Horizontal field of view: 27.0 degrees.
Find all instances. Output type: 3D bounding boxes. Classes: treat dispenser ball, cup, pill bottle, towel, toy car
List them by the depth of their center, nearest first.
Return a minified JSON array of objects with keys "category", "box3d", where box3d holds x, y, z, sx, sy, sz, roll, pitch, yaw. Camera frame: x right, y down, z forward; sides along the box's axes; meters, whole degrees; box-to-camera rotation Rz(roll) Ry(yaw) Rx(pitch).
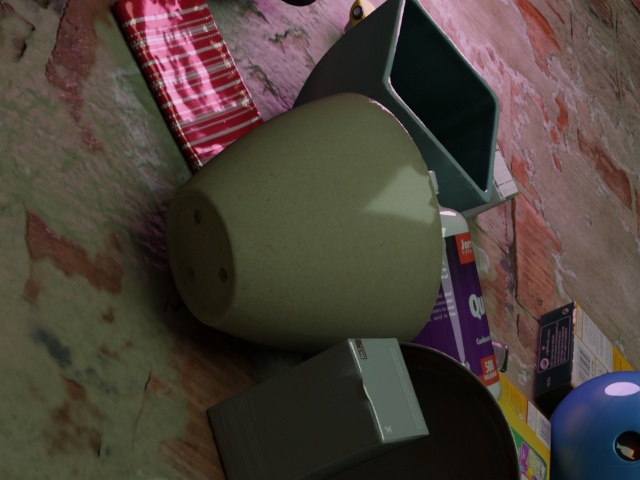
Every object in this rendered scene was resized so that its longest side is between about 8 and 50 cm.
[{"category":"cup","box3d":[-0.045,-0.002,1.614,0.237,0.331,0.331,-11,76,-33]},{"category":"pill bottle","box3d":[0.124,0.077,1.767,0.181,0.182,0.322,-12,91,-58]},{"category":"towel","box3d":[-0.165,-0.218,1.824,0.199,0.031,0.274,-26,90,-58]},{"category":"treat dispenser ball","box3d":[0.494,0.351,2.118,0.288,0.288,0.288,35,41,-38]},{"category":"toy car","box3d":[0.099,-0.265,2.222,0.225,0.053,0.239,47,36,-25]}]

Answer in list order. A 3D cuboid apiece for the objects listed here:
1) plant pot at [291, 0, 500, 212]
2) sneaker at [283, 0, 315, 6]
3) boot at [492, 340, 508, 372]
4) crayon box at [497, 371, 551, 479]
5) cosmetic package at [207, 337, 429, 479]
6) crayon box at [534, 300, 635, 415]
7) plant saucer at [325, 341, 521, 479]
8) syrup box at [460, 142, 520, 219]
[{"category":"plant pot","box3d":[0.082,-0.160,1.928,0.247,0.252,0.247,46,35,-27]},{"category":"sneaker","box3d":[-0.131,-0.407,1.951,0.331,0.122,0.146,30,58,-39]},{"category":"boot","box3d":[0.213,0.133,2.020,0.161,0.083,0.246,31,46,-6]},{"category":"crayon box","box3d":[0.263,0.343,1.984,0.165,0.081,0.278,45,36,-26]},{"category":"cosmetic package","box3d":[-0.006,0.209,1.539,0.107,0.238,0.127,5,64,-54]},{"category":"crayon box","box3d":[0.506,0.290,2.376,0.323,0.083,0.203,46,35,-25]},{"category":"plant saucer","box3d":[0.098,0.275,1.578,0.050,0.311,0.310,7,62,-60]},{"category":"syrup box","box3d":[0.246,-0.162,2.318,0.093,0.096,0.236,-21,85,-60]}]
